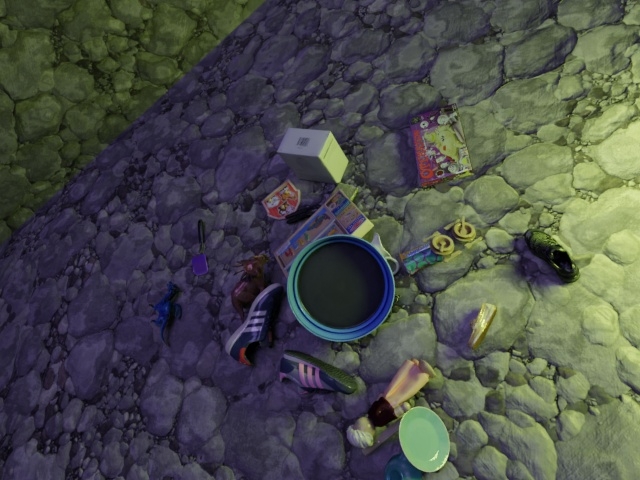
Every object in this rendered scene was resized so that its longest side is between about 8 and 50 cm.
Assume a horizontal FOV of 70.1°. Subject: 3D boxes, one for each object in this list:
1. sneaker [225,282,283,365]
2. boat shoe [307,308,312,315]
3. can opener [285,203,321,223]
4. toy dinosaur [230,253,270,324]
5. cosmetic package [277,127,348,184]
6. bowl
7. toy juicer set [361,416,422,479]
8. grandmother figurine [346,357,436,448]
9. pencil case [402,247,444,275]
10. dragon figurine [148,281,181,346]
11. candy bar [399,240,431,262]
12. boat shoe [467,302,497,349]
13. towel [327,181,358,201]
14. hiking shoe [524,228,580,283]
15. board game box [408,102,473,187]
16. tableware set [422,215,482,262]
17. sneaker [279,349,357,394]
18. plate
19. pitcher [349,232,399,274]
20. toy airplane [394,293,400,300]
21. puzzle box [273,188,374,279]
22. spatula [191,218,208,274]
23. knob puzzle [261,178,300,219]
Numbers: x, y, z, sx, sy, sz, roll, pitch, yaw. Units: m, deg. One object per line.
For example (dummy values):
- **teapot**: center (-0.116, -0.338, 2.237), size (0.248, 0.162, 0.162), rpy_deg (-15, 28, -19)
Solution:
- **sneaker**: center (-0.226, 0.343, 1.833), size (0.148, 0.131, 0.350), rpy_deg (31, 88, 27)
- **boat shoe**: center (0.009, 0.198, 1.815), size (0.104, 0.089, 0.285), rpy_deg (8, 65, 54)
- **can opener**: center (-0.076, -0.119, 2.017), size (0.186, 0.073, 0.059), rpy_deg (-14, 68, 27)
- **toy dinosaur**: center (-0.307, 0.190, 1.892), size (0.127, 0.200, 0.296), rpy_deg (20, 76, 32)
- **cosmetic package**: center (-0.030, -0.372, 2.018), size (0.224, 0.225, 0.138), rpy_deg (13, 70, 30)
- **bowl**: center (0.073, 0.170, 1.671), size (0.390, 0.077, 0.392), rpy_deg (0, 94, 4)
- **toy juicer set**: center (0.225, 0.750, 1.439), size (0.209, 0.089, 0.329), rpy_deg (-29, 55, 33)
- **grandmother figurine**: center (0.218, 0.530, 1.480), size (0.342, 0.208, 0.104), rpy_deg (-41, 81, -17)
- **pencil case**: center (0.384, 0.073, 1.694), size (0.151, 0.064, 0.070), rpy_deg (-25, 80, 14)
- **dragon figurine**: center (-0.695, 0.326, 2.084), size (0.144, 0.085, 0.289), rpy_deg (-28, 56, 12)
- **candy bar**: center (0.380, 0.037, 1.743), size (0.161, 0.018, 0.040), rpy_deg (-26, 57, 13)
- **boat shoe**: center (0.529, 0.284, 1.526), size (0.059, 0.063, 0.170), rpy_deg (23, 68, 35)
- **towel**: center (0.090, -0.181, 1.986), size (0.110, 0.027, 0.148), rpy_deg (24, 78, 32)
- **hiking shoe**: center (0.763, 0.031, 1.499), size (0.086, 0.114, 0.227), rpy_deg (-38, 56, 4)
- **board game box**: center (0.492, -0.396, 1.886), size (0.208, 0.056, 0.347), rpy_deg (-16, 60, 23)
- **tableware set**: center (0.483, -0.015, 1.661), size (0.194, 0.039, 0.128), rpy_deg (-29, 53, -19)
- **sneaker**: center (-0.015, 0.512, 1.665), size (0.318, 0.112, 0.131), rpy_deg (17, 91, 34)
- **plate**: center (0.319, 0.617, 1.419), size (0.024, 0.188, 0.188), rpy_deg (-49, 41, 50)
- **pitcher**: center (0.182, 0.097, 1.757), size (0.207, 0.125, 0.178), rpy_deg (-37, 78, 2)
- **toy airplane**: center (0.230, 0.199, 1.730), size (0.151, 0.028, 0.151), rpy_deg (-11, 60, 20)
- **puzzle box**: center (0.000, 0.000, 1.864), size (0.409, 0.052, 0.272), rpy_deg (-44, 40, 7)
- **spatula**: center (-0.584, 0.027, 2.210), size (0.084, 0.030, 0.297), rpy_deg (-18, 60, 20)
- **knob puzzle**: center (-0.174, -0.176, 2.111), size (0.213, 0.030, 0.213), rpy_deg (-11, 62, 21)
